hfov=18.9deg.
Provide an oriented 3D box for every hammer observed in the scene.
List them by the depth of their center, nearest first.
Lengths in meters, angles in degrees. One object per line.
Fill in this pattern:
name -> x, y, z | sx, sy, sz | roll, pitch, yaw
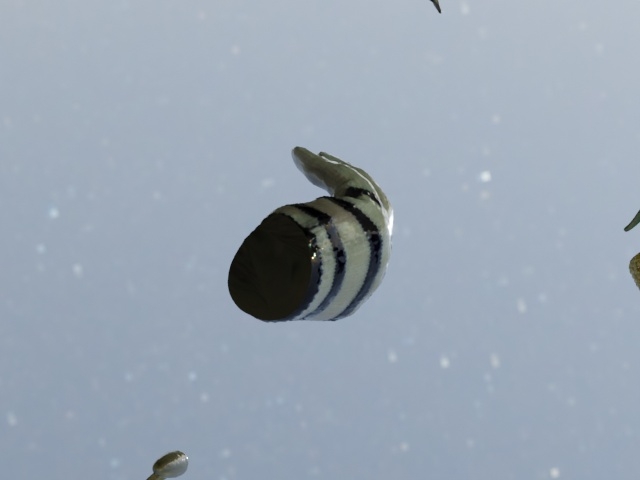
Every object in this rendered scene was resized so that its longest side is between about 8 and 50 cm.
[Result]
hammer -> -0.216, 0.288, 1.992 | 0.195, 0.028, 0.060 | -44, 171, 16

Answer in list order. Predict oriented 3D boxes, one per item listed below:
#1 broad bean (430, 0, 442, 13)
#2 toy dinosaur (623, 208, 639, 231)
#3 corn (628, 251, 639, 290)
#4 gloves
broad bean -> 0.033, -0.352, 1.695 | 0.077, 0.339, 0.061 | -18, -158, 18
toy dinosaur -> 0.265, -0.044, 1.387 | 0.119, 0.060, 0.029 | -54, -157, 19
corn -> 0.443, 0.088, 2.268 | 0.072, 0.203, 0.072 | -41, 178, -2
gloves -> 0.013, 0.001, 1.631 | 0.131, 0.140, 0.219 | 18, -160, 31
